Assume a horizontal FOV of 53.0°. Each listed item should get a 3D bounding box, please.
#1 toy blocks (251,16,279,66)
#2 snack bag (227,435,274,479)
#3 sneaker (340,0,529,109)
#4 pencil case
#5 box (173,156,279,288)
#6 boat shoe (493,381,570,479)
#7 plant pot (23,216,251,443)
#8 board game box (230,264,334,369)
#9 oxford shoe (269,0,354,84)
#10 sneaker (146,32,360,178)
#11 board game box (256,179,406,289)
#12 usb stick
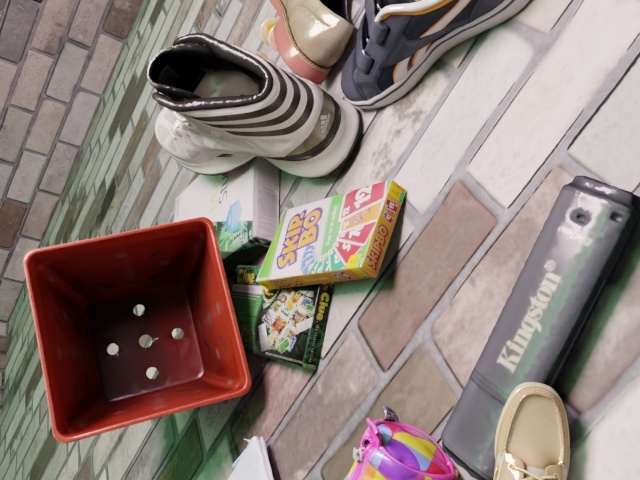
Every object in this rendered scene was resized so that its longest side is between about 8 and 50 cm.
[{"bbox_3d":[-0.078,-0.325,1.148,0.123,0.054,0.148,-61,34,17],"label":"toy blocks"},{"bbox_3d":[-0.108,0.486,0.825,0.323,0.037,0.343,-58,35,21],"label":"snack bag"},{"bbox_3d":[0.101,-0.276,0.787,0.321,0.127,0.126,-29,54,50],"label":"sneaker"},{"bbox_3d":[0.041,0.286,0.636,0.104,0.104,0.237,43,112,55],"label":"pencil case"},{"bbox_3d":[-0.182,-0.040,1.168,0.322,0.058,0.233,-35,48,45],"label":"box"},{"bbox_3d":[0.165,0.199,0.503,0.059,0.062,0.170,24,-108,-79],"label":"boat shoe"},{"bbox_3d":[-0.277,0.144,1.004,0.236,0.267,0.267,129,128,-71],"label":"plant pot"},{"bbox_3d":[-0.071,0.106,0.958,0.259,0.030,0.136,0,77,57],"label":"board game box"},{"bbox_3d":[-0.016,-0.417,1.051,0.130,0.122,0.349,-39,55,35],"label":"oxford shoe"},{"bbox_3d":[-0.174,-0.219,0.972,0.447,0.257,0.169,10,76,44],"label":"sneaker"},{"bbox_3d":[0.000,0.000,0.864,0.259,0.039,0.124,-14,49,55],"label":"board game box"},{"bbox_3d":[0.186,0.080,0.559,0.077,0.045,0.278,38,107,56],"label":"usb stick"}]
